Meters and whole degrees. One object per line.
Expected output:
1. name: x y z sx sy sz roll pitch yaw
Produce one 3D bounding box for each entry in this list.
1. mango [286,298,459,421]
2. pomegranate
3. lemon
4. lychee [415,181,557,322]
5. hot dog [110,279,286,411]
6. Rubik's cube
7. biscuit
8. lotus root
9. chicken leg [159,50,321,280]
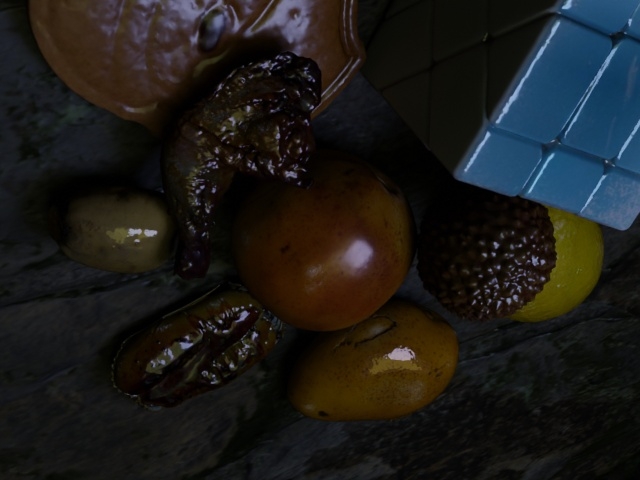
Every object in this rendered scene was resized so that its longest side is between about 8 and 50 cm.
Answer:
1. mango: 0.078 0.195 1.764 0.290 0.159 0.191 -23 136 3
2. pomegranate: 0.000 0.000 1.534 0.264 0.264 0.264 -13 127 -17
3. lemon: 0.312 0.008 1.690 0.236 0.236 0.263 -44 114 8
4. lychee: 0.218 0.009 1.488 0.200 0.238 0.200 -4 102 -21
5. hot dog: -0.180 0.165 1.662 0.270 0.082 0.162 -30 132 -5
6. Rubik's cube: 0.295 -0.246 1.446 0.316 0.318 0.321 15 116 -34
7. biscuit: -0.141 -0.275 1.387 0.455 0.078 0.349 11 121 -31
8. lotus root: -0.251 -0.015 1.476 0.221 0.125 0.118 8 93 -24
9. chicken leg: -0.110 -0.101 1.405 0.322 0.083 0.177 -40 94 12
